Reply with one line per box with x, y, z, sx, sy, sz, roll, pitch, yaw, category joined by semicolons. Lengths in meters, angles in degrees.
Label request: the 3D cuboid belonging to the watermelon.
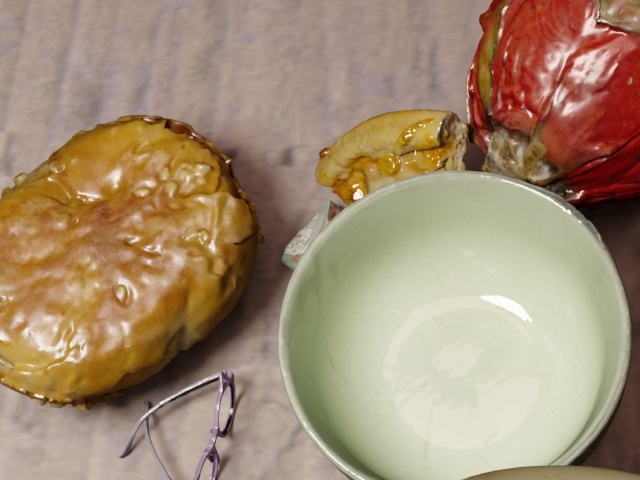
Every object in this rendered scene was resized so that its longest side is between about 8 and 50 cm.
0.000;0.000;1.342;0.085;0.061;0.085;0;61;0;watermelon

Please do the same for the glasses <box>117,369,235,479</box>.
-0.144;0.182;1.277;0.104;0.062;0.140;10;65;15;glasses

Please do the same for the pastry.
-0.208;0.026;1.308;0.311;0.162;0.255;-36;66;-11;pastry

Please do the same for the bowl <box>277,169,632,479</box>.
0.122;0.105;1.214;0.307;0.163;0.307;-4;64;7;bowl

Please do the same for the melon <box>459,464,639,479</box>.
0.189;0.280;0.999;0.317;0.223;0.223;3;65;11;melon

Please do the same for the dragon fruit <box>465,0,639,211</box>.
0.285;-0.175;1.265;0.342;0.277;0.277;-38;64;-24;dragon fruit

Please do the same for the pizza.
0.069;-0.046;1.325;0.182;0.161;0.062;-1;16;42;pizza
